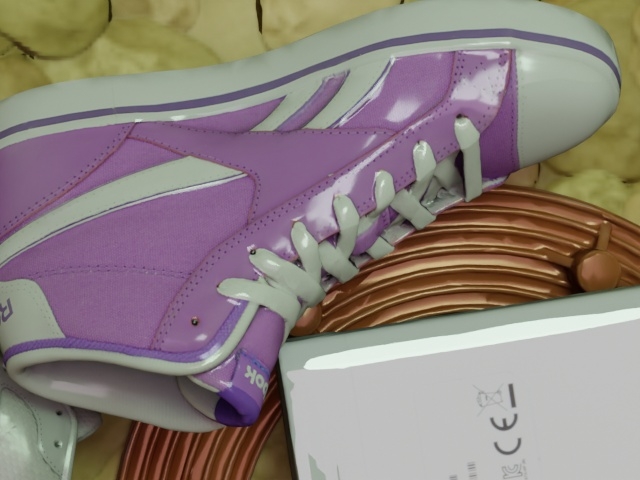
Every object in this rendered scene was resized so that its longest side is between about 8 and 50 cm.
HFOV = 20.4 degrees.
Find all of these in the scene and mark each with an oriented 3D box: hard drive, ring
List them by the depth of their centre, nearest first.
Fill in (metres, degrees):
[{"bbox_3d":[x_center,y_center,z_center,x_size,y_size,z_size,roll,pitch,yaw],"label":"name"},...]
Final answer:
[{"bbox_3d":[0.146,0.121,0.786,0.308,0.040,0.203,-8,91,-7],"label":"hard drive"},{"bbox_3d":[0.072,0.141,0.814,0.337,0.032,0.336,0,90,-7],"label":"ring"}]

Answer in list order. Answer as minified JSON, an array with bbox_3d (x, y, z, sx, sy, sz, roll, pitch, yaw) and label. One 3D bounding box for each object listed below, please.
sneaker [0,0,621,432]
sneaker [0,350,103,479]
[{"bbox_3d":[0.000,0.001,0.743,0.282,0.102,0.161,-14,56,3],"label":"sneaker"},{"bbox_3d":[-0.164,0.064,0.765,0.121,0.099,0.262,-22,100,-13],"label":"sneaker"}]
